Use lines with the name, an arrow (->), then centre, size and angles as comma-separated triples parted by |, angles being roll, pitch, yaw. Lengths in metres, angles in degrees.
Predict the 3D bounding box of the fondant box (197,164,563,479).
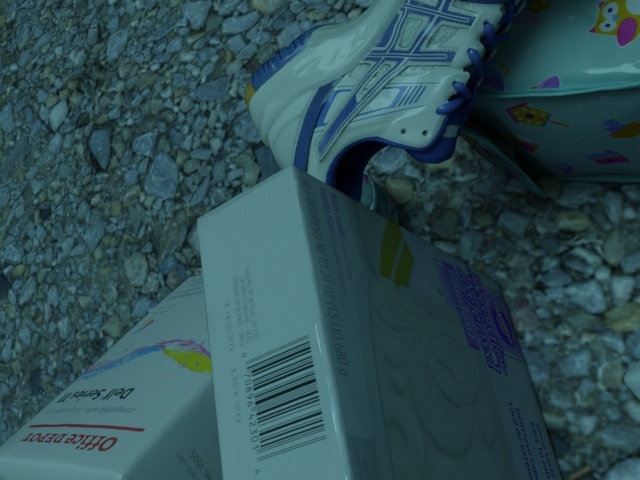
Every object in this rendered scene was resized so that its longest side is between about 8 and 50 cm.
fondant box -> 0.064, 0.113, 0.525 | 0.096, 0.330, 0.238 | -27, 59, 28

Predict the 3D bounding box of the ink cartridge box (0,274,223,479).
ink cartridge box -> -0.132, 0.162, 0.598 | 0.207, 0.119, 0.353 | -12, 24, 38

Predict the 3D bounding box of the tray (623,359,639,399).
tray -> 0.371, 0.065, 0.502 | 0.270, 0.030, 0.145 | -47, 52, 15

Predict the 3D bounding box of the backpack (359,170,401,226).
backpack -> 0.000, 0.000, 0.762 | 0.182, 0.115, 0.152 | -39, 52, 19

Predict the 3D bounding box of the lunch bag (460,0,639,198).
lunch bag -> 0.194, -0.135, 0.586 | 0.262, 0.223, 0.160 | 1, 77, 39

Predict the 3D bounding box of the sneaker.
sneaker -> 0.084, -0.126, 0.480 | 0.296, 0.112, 0.131 | -33, 79, 34
